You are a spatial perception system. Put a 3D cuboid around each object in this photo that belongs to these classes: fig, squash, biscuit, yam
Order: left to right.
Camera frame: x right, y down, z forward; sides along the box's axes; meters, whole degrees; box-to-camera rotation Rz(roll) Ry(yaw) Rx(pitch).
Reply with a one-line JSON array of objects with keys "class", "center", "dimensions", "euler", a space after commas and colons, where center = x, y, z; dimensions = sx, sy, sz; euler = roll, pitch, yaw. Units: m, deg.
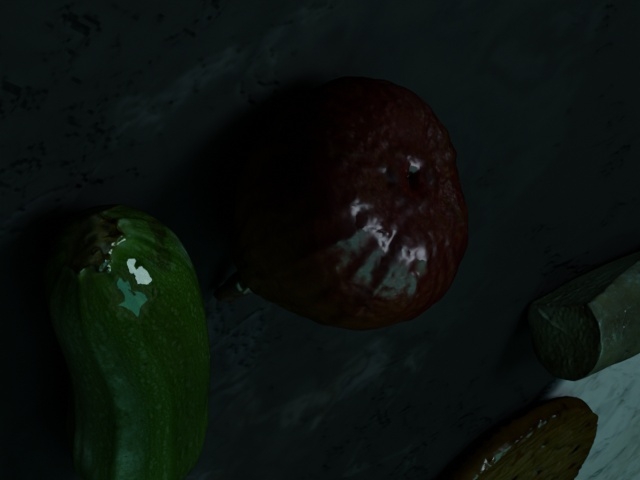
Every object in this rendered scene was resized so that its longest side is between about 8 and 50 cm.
[{"class": "squash", "center": [-0.089, 0.059, 0.868], "dimensions": [0.077, 0.068, 0.219], "euler": [-47, 157, -32]}, {"class": "fig", "center": [0.011, 0.002, 0.878], "dimensions": [0.119, 0.119, 0.153], "euler": [-25, 148, -33]}, {"class": "biscuit", "center": [0.136, 0.189, 1.395], "dimensions": [0.188, 0.027, 0.188], "euler": [-33, 149, -23]}, {"class": "yam", "center": [0.217, 0.042, 1.265], "dimensions": [0.169, 0.068, 0.068], "euler": [-17, 141, -40]}]
